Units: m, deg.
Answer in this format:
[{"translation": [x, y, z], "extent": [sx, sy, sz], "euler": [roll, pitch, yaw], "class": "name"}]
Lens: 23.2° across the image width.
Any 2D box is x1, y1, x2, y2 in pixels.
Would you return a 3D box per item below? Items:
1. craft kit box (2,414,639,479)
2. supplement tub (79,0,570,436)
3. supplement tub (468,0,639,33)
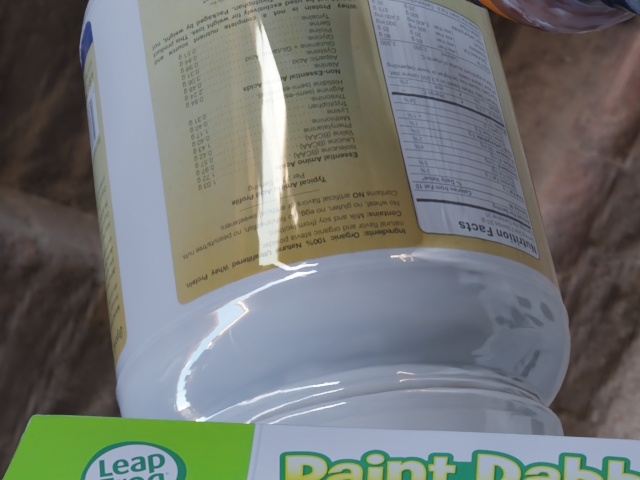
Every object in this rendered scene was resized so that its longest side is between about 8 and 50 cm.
[{"translation": [0.004, 0.149, 0.438], "extent": [0.247, 0.249, 0.061], "euler": [-75, -17, -59], "class": "craft kit box"}, {"translation": [0.000, 0.000, 0.812], "extent": [0.228, 0.228, 0.316], "euler": [-38, 52, 43], "class": "supplement tub"}, {"translation": [0.066, -0.134, 0.545], "extent": [0.198, 0.106, 0.106], "euler": [38, 106, 51], "class": "supplement tub"}]
